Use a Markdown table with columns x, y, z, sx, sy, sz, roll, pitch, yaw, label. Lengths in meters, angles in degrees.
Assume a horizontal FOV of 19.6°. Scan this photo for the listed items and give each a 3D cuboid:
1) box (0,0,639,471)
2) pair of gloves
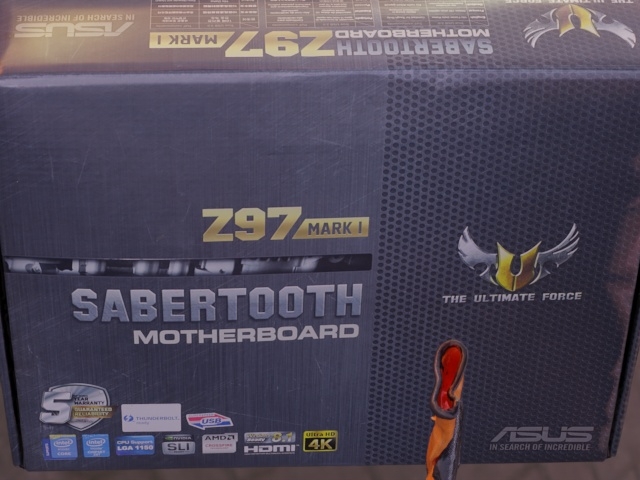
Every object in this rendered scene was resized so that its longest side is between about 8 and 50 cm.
| x | y | z | sx | sy | sz | roll | pitch | yaw | label |
| --- | --- | --- | --- | --- | --- | --- | --- | --- | --- |
| 0.000 | 0.000 | 0.658 | 0.059 | 0.232 | 0.183 | -96 | -174 | -51 | box |
| 0.022 | 0.072 | 0.395 | 0.074 | 0.010 | 0.083 | 88 | 10 | -53 | pair of gloves |
